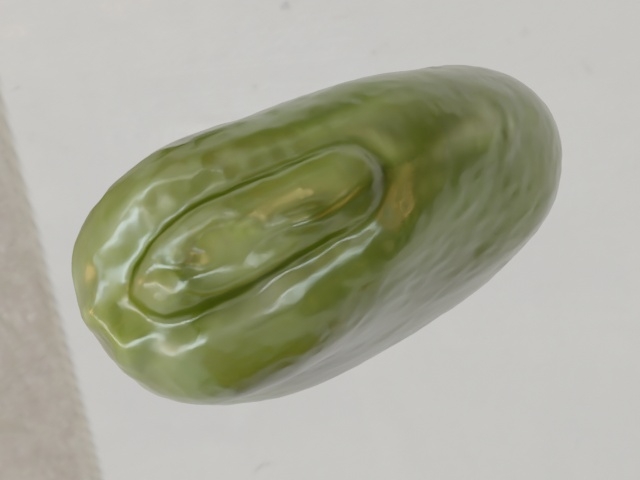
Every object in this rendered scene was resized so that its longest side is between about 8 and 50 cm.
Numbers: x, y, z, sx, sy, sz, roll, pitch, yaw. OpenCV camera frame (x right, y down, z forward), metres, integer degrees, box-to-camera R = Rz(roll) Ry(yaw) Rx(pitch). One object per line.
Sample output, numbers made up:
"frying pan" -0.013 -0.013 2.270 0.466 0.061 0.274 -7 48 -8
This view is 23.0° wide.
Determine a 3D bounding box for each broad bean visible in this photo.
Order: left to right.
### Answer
"broad bean" 0.000 -0.001 0.782 0.238 0.291 0.119 -43 74 38
